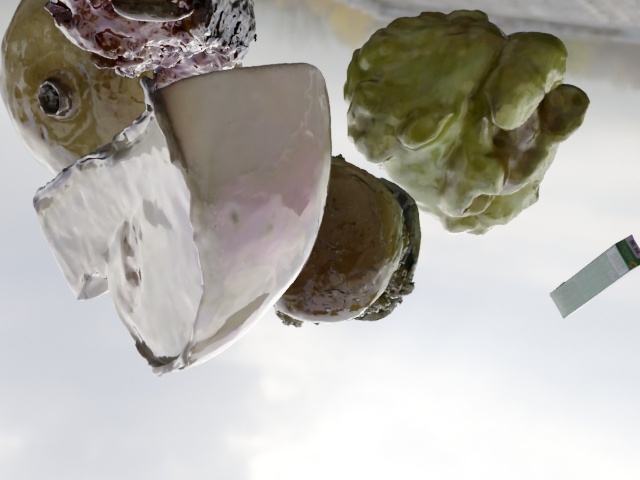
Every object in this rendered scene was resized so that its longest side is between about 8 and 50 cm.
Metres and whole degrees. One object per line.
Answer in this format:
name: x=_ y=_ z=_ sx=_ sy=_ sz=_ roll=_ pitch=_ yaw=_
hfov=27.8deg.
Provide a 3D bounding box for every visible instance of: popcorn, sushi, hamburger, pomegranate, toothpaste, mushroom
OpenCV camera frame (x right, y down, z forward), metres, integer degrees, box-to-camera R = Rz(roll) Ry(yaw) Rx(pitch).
popcorn: x=0.164 y=-0.131 z=1.448 sx=0.241 sy=0.235 sz=0.250 roll=29 pitch=164 yaw=30
sushi: x=-0.167 y=-0.271 z=1.387 sx=0.196 sy=0.182 sz=0.343 roll=-8 pitch=177 yaw=15
hamburger: x=0.000 y=0.000 z=1.158 sx=0.185 sy=0.159 sz=0.131 roll=12 pitch=-176 yaw=21
pomegranate: x=-0.267 y=-0.216 z=1.736 sx=0.332 sy=0.333 sz=0.332 roll=8 pitch=-175 yaw=-1
toothpaste: x=0.371 y=0.050 z=1.744 sx=0.037 sy=0.043 sz=0.178 roll=-25 pitch=167 yaw=-30
mushroom: x=-0.062 y=-0.008 z=0.857 sx=0.173 sy=0.162 sz=0.236 roll=-15 pitch=175 yaw=-33
